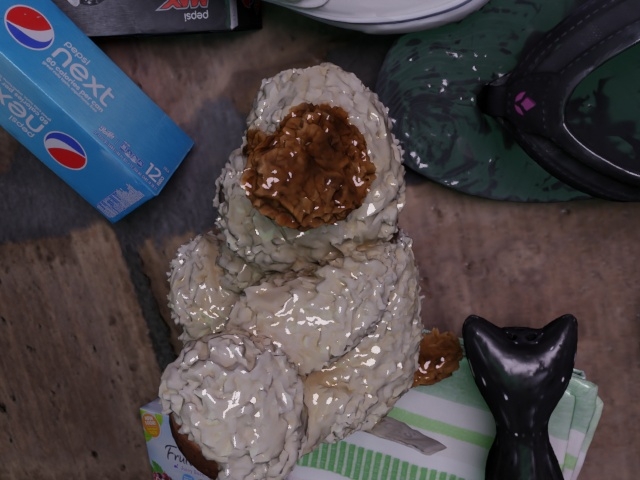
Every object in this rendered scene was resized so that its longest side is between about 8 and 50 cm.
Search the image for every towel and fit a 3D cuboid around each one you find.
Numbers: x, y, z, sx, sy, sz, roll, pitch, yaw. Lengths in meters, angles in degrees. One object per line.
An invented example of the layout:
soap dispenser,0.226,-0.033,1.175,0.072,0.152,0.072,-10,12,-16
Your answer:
towel,0.079,0.228,0.595,0.248,0.038,0.324,12,111,19

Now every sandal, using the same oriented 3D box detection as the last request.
sandal,0.236,-0.090,0.388,0.446,0.107,0.167,5,107,22

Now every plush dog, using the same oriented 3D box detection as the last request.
plush dog,0.000,0.000,0.459,0.211,0.262,0.225,-3,110,-9

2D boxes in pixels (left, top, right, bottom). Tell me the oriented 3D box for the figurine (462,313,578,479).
figurine,0.206,0.134,0.463,0.215,0.092,0.209,-9,104,5

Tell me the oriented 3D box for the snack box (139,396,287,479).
snack box,-0.096,0.202,0.640,0.141,0.037,0.100,3,106,34

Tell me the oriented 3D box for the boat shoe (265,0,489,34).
boat shoe,-0.019,-0.180,0.418,0.258,0.084,0.095,9,101,14

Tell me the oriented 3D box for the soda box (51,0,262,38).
soda box,-0.131,-0.185,0.533,0.169,0.053,0.060,3,108,20

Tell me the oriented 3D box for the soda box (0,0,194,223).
soda box,-0.201,-0.114,0.529,0.067,0.071,0.210,-24,120,40
